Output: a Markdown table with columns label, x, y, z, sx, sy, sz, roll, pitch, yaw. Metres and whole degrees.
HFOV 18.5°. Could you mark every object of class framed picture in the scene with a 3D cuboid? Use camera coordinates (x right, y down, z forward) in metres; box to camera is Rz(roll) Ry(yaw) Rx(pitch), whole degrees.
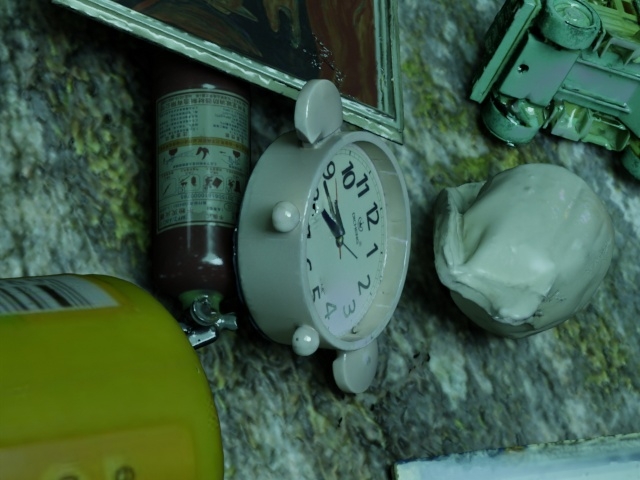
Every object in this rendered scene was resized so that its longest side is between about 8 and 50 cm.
| label | x | y | z | sx | sy | sz | roll | pitch | yaw |
| --- | --- | --- | --- | --- | --- | --- | --- | --- | --- |
| framed picture | -0.059 | -0.188 | 1.419 | 0.273 | 0.016 | 0.216 | 20 | 39 | -19 |

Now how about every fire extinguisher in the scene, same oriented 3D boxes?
| label | x | y | z | sx | sy | sz | roll | pitch | yaw |
| --- | --- | --- | --- | --- | --- | --- | --- | --- | --- |
| fire extinguisher | -0.096 | -0.021 | 1.358 | 0.099 | 0.071 | 0.231 | 5 | 70 | -14 |

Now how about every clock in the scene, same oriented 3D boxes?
| label | x | y | z | sx | sy | sz | roll | pitch | yaw |
| --- | --- | --- | --- | --- | --- | --- | --- | --- | --- |
| clock | 0.000 | 0.000 | 1.357 | 0.155 | 0.063 | 0.229 | -38 | 124 | -50 |

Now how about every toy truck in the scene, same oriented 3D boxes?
| label | x | y | z | sx | sy | sz | roll | pitch | yaw |
| --- | --- | --- | --- | --- | --- | --- | --- | --- | --- |
| toy truck | 0.245 | -0.132 | 1.552 | 0.259 | 0.128 | 0.135 | 12 | 41 | -21 |

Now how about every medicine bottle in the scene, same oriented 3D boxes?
| label | x | y | z | sx | sy | sz | roll | pitch | yaw |
| --- | --- | --- | --- | --- | --- | --- | --- | --- | --- |
| medicine bottle | -0.262 | 0.138 | 1.083 | 0.384 | 0.224 | 0.224 | -4 | 73 | -42 |

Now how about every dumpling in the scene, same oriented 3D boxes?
| label | x | y | z | sx | sy | sz | roll | pitch | yaw |
| --- | --- | --- | --- | --- | --- | --- | --- | --- | --- |
| dumpling | 0.144 | 0.002 | 1.444 | 0.136 | 0.118 | 0.199 | 36 | 31 | 7 |

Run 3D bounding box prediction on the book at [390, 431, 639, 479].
| label | x | y | z | sx | sy | sz | roll | pitch | yaw |
| --- | --- | --- | --- | --- | --- | --- | --- | --- | --- |
| book | 0.220 | 0.249 | 1.396 | 0.322 | 0.018 | 0.228 | -4 | 73 | -12 |
